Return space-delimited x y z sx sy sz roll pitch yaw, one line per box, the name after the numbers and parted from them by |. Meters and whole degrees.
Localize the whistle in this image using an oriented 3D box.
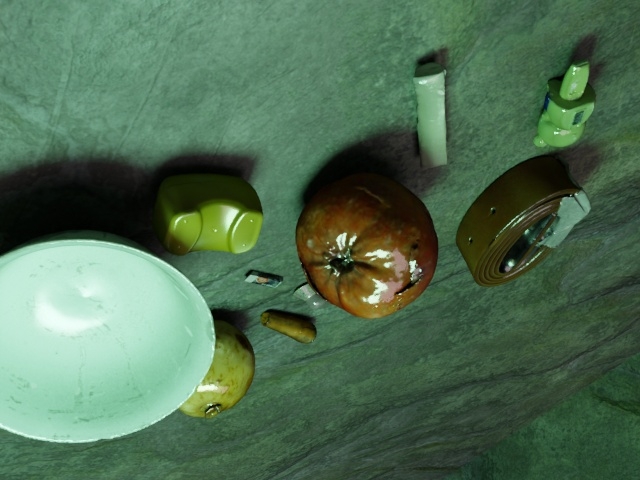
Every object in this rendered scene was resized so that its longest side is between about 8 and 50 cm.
0.462 -0.254 1.479 0.105 0.085 0.227 -19 148 -7 | whistle

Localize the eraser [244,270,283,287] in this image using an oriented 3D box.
-0.119 0.084 1.668 0.099 0.019 0.027 17 130 -43 | eraser

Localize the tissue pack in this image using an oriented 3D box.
-0.196 -0.050 1.344 0.178 0.127 0.123 -2 134 -29 | tissue pack

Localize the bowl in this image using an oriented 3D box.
-0.406 0.126 1.354 0.434 0.196 0.435 -7 124 -10 | bowl

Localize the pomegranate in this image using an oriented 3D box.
-0.240 0.284 1.706 0.215 0.215 0.215 -16 146 -11 | pomegranate

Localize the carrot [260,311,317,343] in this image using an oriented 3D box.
-0.073 0.199 1.833 0.055 0.055 0.161 -40 136 24 | carrot

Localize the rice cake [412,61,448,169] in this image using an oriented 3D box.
0.197 -0.216 1.406 0.057 0.052 0.256 -19 146 -1 | rice cake

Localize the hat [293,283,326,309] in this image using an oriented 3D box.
-0.020 0.130 1.770 0.058 0.042 0.087 -36 144 18 | hat

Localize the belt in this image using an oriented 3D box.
0.442 -0.035 1.742 0.217 0.122 0.339 0 141 -29 | belt

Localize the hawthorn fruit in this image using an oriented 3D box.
0.105 0.006 1.497 0.276 0.276 0.307 -40 168 24 | hawthorn fruit
